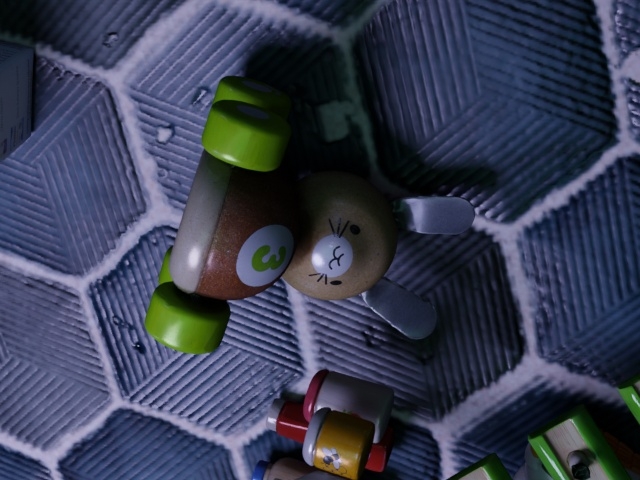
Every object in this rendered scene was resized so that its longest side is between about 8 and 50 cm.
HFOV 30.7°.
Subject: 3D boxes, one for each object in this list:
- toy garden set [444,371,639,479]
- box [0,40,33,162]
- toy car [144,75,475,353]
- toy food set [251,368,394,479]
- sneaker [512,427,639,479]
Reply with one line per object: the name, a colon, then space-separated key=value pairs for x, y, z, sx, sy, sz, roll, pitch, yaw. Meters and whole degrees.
toy garden set: x=0.178 y=0.224 z=0.761 sx=0.244 sy=0.049 sz=0.203 roll=-32 pitch=90 yaw=12
box: x=-0.278 y=-0.090 z=0.783 sx=0.126 sy=0.137 sz=0.072 roll=14 pitch=119 yaw=7
toy car: x=0.000 y=0.000 z=0.765 sx=0.188 sy=0.149 sz=0.155 roll=17 pitch=108 yaw=-7
toy food set: x=-0.012 y=0.167 z=0.849 sx=0.105 sy=0.111 sz=0.232 roll=16 pitch=145 yaw=12
sneaker: x=0.244 y=0.240 z=0.846 sx=0.262 sy=0.099 sz=0.121 roll=33 pitch=126 yaw=6
